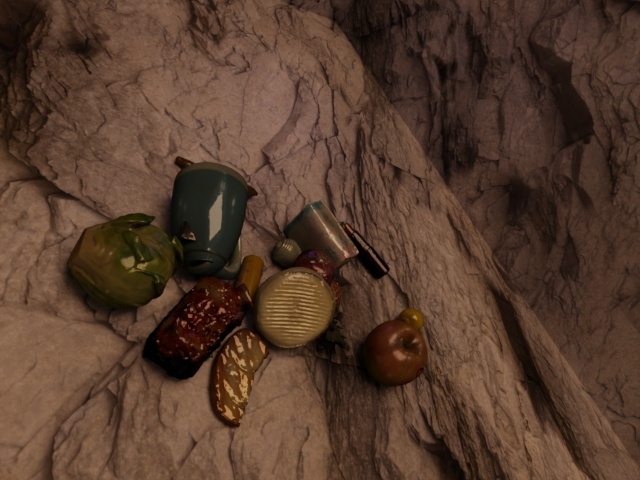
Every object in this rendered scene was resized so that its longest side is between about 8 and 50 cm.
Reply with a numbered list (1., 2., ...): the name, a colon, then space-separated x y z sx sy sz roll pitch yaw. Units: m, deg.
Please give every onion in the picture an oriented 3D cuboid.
1. onion: -0.042 0.127 1.722 0.159 0.195 0.159 28 34 -21

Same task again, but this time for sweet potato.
1. sweet potato: -0.387 -0.218 1.783 0.346 0.079 0.108 25 14 -27

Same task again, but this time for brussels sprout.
1. brussels sprout: -0.518 0.054 1.282 0.294 0.227 0.259 16 33 -26

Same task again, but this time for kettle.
1. kettle: -0.349 -0.028 1.545 0.319 0.247 0.342 46 35 -51

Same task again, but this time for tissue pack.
1. tissue pack: -0.001 0.001 1.877 0.124 0.201 0.271 -23 75 -48

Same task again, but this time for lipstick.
1. lipstick: 0.199 0.043 2.143 0.299 0.081 0.081 51 36 1

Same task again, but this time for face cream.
1. face cream: -0.250 0.169 1.570 0.078 0.078 0.273 32 40 -22

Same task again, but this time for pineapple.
1. pineapple: 0.038 0.285 1.743 0.130 0.119 0.277 76 7 -53

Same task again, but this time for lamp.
1. lamp: -0.102 0.073 1.800 0.193 0.106 0.106 45 35 -22

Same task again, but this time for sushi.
1. sushi: -0.333 0.236 1.343 0.196 0.182 0.343 49 39 -12

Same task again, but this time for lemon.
1. lemon: 0.392 0.349 2.046 0.133 0.109 0.109 1 57 -56

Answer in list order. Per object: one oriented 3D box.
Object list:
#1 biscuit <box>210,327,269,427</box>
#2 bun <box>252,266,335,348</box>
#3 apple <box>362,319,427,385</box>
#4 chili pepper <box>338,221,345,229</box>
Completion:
1. biscuit: -0.250 0.390 1.401 0.154 0.045 0.299 39 38 -15
2. bun: -0.098 0.218 1.575 0.287 0.146 0.287 -4 99 -25
3. apple: 0.281 0.429 1.790 0.261 0.194 0.261 25 42 -25
4. chili pepper: 0.050 -0.046 2.027 0.065 0.122 0.279 60 4 -10
